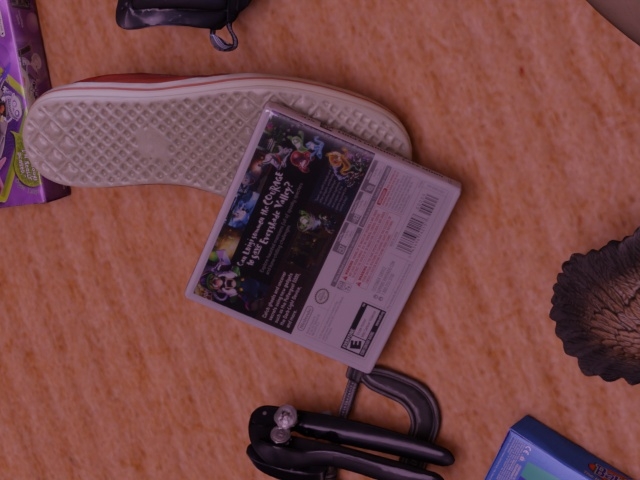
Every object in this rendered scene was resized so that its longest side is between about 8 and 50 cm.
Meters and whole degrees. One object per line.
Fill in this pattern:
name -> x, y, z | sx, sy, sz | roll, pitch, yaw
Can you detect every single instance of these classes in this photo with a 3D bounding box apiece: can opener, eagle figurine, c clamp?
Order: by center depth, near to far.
eagle figurine -> 0.309, 0.066, 1.260 | 0.225, 0.226, 0.298 | 42, 112, -10
can opener -> 0.024, 0.177, 1.485 | 0.186, 0.073, 0.059 | 5, 63, 18
c clamp -> 0.036, 0.163, 1.512 | 0.137, 0.022, 0.161 | 16, 106, 18

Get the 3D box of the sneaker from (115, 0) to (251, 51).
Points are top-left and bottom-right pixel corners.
sneaker -> -0.158, -0.265, 1.470 | 0.268, 0.101, 0.153 | 31, 110, 15

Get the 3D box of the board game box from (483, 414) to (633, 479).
board game box -> 0.218, 0.266, 1.424 | 0.210, 0.047, 0.160 | 32, 113, 18

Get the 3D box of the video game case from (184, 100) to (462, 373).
video game case -> 0.000, 0.000, 1.434 | 0.173, 0.022, 0.190 | 23, 116, -4

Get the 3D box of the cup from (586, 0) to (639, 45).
cup -> 0.247, -0.284, 1.170 | 0.237, 0.331, 0.331 | 29, 115, 47

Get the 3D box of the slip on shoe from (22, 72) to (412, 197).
slip on shoe -> -0.084, -0.093, 1.473 | 0.331, 0.101, 0.123 | 4, 113, 13

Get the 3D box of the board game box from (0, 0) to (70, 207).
board game box -> -0.359, -0.197, 1.621 | 0.208, 0.056, 0.347 | -5, 99, 32
